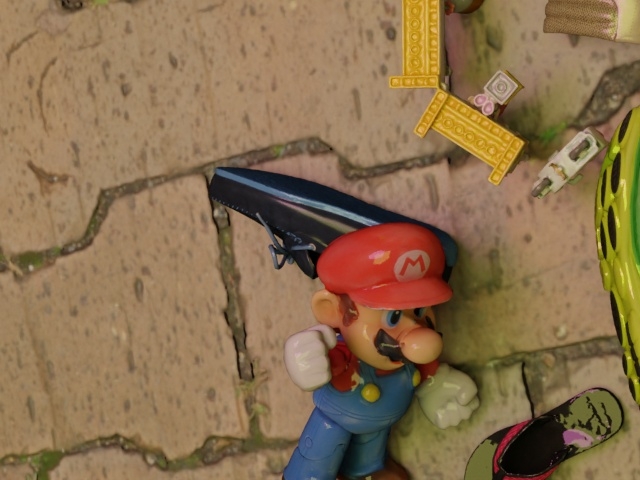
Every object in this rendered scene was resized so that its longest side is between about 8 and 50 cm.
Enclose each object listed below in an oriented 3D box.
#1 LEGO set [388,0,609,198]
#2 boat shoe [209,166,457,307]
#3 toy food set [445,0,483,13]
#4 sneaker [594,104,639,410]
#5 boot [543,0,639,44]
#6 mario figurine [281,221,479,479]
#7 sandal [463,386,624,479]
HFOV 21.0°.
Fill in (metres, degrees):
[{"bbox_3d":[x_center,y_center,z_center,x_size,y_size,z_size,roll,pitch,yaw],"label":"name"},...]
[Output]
[{"bbox_3d":[0.137,-0.158,1.585,0.132,0.107,0.287,-36,83,17],"label":"LEGO set"},{"bbox_3d":[0.000,0.000,1.666,0.258,0.109,0.089,22,106,24],"label":"boat shoe"},{"bbox_3d":[0.141,-0.325,1.577,0.111,0.104,0.232,7,97,24],"label":"toy food set"},{"bbox_3d":[0.318,0.024,1.538,0.123,0.109,0.296,-9,83,-6],"label":"sneaker"},{"bbox_3d":[0.319,-0.268,1.506,0.261,0.095,0.204,5,95,26],"label":"boot"},{"bbox_3d":[0.056,0.132,1.570,0.170,0.198,0.321,16,123,10],"label":"mario figurine"},{"bbox_3d":[0.202,0.196,1.621,0.179,0.040,0.067,-37,79,22],"label":"sandal"}]
